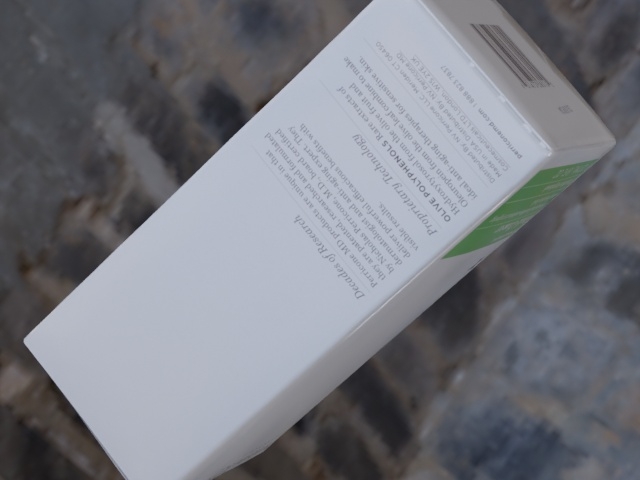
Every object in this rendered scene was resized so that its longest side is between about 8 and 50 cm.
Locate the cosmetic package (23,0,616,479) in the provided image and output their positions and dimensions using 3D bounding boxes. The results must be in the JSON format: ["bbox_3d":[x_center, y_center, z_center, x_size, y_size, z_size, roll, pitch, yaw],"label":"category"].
[{"bbox_3d":[0.000,0.000,1.110,0.155,0.365,0.197,50,-158,10],"label":"cosmetic package"}]
